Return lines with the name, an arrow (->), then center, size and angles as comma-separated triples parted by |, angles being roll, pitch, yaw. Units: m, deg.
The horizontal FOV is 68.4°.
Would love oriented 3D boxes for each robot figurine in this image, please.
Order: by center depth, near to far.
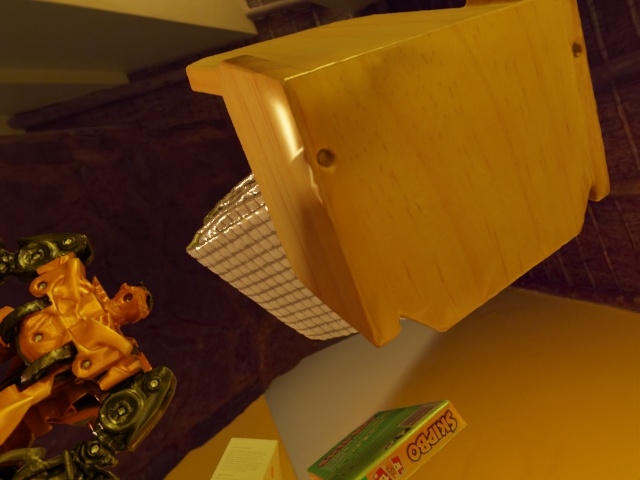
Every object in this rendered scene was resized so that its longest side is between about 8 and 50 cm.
robot figurine -> -0.244, 0.116, 0.309 | 0.211, 0.291, 0.085 | 48, -25, 23

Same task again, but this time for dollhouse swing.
dollhouse swing -> 0.065, -0.116, 0.542 | 0.305, 0.347, 0.314 | 8, -58, 59

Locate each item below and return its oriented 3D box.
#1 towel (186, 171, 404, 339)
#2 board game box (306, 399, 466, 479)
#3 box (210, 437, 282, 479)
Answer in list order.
towel -> 0.000, 0.000, 0.587 | 0.235, 0.121, 0.284 | 41, -42, -20
board game box -> 0.055, 0.234, 0.524 | 0.039, 0.124, 0.259 | 54, -20, 10
box -> -0.130, 0.445, 0.795 | 0.091, 0.170, 0.129 | -1, -73, 11
